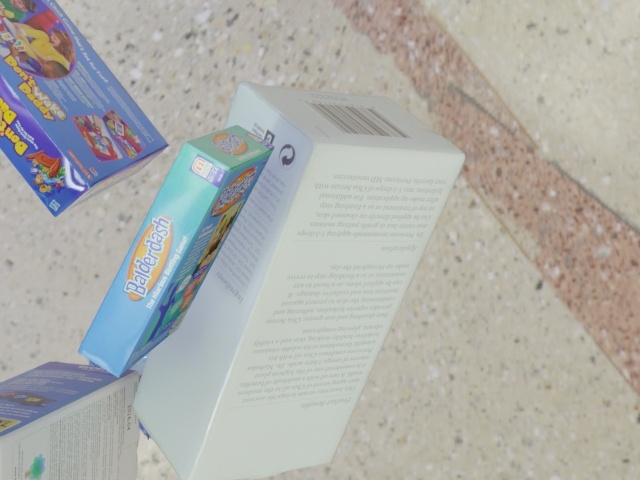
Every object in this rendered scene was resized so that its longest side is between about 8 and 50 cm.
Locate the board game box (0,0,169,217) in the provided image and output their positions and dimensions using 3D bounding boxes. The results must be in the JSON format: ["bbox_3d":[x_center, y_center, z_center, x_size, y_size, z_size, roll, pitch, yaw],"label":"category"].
[{"bbox_3d":[-0.394,-0.221,1.525,0.078,0.233,0.347,-36,93,27],"label":"board game box"}]

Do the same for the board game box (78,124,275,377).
[{"bbox_3d":[-0.125,0.004,0.972,0.047,0.160,0.210,31,105,4],"label":"board game box"}]

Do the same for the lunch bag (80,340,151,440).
[{"bbox_3d":[-0.262,0.244,1.740,0.115,0.303,0.243,-39,78,-8],"label":"lunch bag"}]

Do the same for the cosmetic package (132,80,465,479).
[{"bbox_3d":[-0.036,0.056,1.281,0.230,0.161,0.453,1,121,-40],"label":"cosmetic package"}]

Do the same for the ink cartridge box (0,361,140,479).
[{"bbox_3d":[-0.348,0.312,1.355,0.151,0.395,0.270,5,98,19],"label":"ink cartridge box"}]
